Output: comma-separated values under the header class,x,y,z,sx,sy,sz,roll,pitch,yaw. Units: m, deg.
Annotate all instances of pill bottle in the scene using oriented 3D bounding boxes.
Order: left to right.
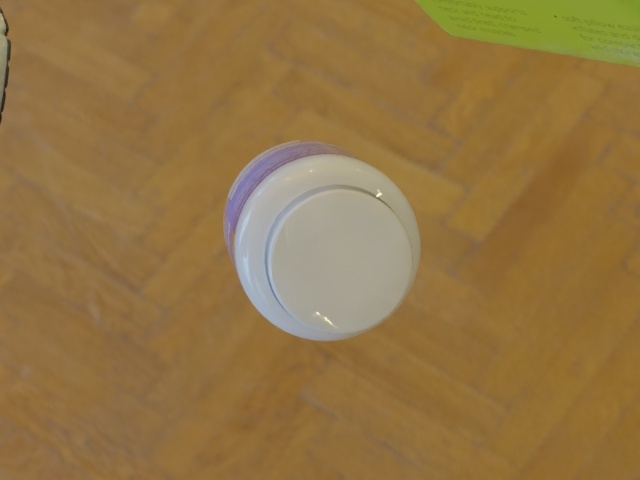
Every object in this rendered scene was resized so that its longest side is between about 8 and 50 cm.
class,x,y,z,sx,sy,sz,roll,pitch,yaw
pill bottle,0.000,0.000,1.453,0.152,0.152,0.272,-26,9,-2

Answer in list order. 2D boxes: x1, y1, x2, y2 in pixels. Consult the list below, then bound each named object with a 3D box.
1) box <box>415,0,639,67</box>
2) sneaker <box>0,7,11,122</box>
class,x,y,z,sx,sy,sz,roll,pitch,yaw
box,0.030,-0.108,0.423,0.109,0.178,0.042,17,73,48
sneaker,-0.305,-0.056,1.307,0.110,0.275,0.107,4,15,-22
